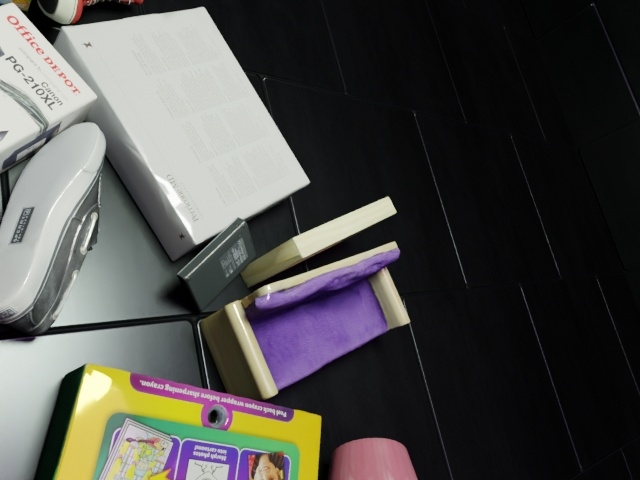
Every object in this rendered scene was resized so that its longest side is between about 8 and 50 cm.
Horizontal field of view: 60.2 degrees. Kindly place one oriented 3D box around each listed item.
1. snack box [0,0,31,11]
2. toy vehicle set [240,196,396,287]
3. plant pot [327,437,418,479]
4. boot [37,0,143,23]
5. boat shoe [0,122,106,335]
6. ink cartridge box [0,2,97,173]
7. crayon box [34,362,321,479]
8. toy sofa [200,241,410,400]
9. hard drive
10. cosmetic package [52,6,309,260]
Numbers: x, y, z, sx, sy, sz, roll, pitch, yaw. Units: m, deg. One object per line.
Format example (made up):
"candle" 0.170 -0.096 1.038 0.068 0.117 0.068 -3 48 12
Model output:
"snack box" -0.491 -0.398 0.799 0.141 0.100 0.037 2 67 -40
"toy vehicle set" 0.000 0.000 0.991 0.266 0.166 0.035 -25 87 -45
"plant pot" 0.084 0.421 0.857 0.201 0.201 0.180 28 38 -29
"boot" -0.359 -0.407 0.891 0.176 0.088 0.244 11 39 -40
"boat shoe" -0.349 -0.021 0.745 0.102 0.108 0.302 61 30 -55
"ink cartridge box" -0.452 -0.187 0.731 0.172 0.100 0.237 49 46 -12
"crayon box" -0.177 0.357 0.707 0.362 0.106 0.313 24 57 -31
"toy sofa" 0.003 0.130 0.924 0.362 0.177 0.150 -16 81 -45
"hard drive" -0.160 0.039 0.869 0.022 0.094 0.135 28 59 25
"cosmetic package" -0.224 -0.194 0.938 0.284 0.097 0.377 -33 93 -46
